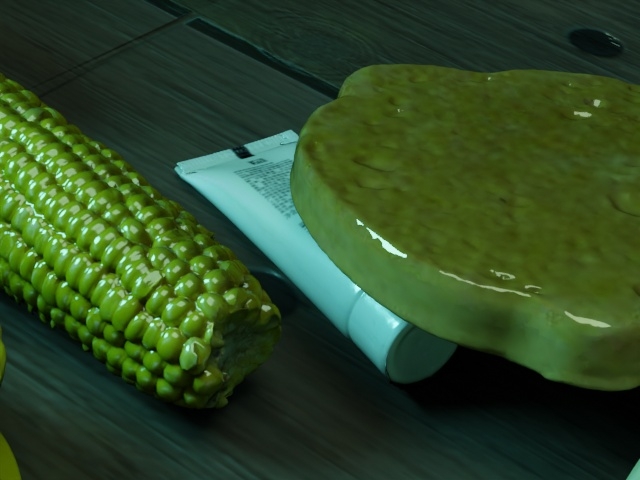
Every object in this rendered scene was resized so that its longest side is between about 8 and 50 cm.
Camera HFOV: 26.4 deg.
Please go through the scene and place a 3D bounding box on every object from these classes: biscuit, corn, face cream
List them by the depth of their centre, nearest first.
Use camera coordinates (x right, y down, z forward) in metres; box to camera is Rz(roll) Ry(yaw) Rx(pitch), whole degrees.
[{"bbox_3d":[-0.157,-0.016,0.786,0.318,0.115,0.115,34,42,27],"label":"corn"},{"bbox_3d":[0.160,-0.017,0.824,0.351,0.057,0.312,-1,34,-14],"label":"biscuit"},{"bbox_3d":[0.000,0.000,0.857,0.092,0.058,0.243,-18,41,-24],"label":"face cream"}]

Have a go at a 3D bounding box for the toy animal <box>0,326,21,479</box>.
[{"bbox_3d":[-0.249,0.083,0.611,0.156,0.156,0.230,35,32,27],"label":"toy animal"}]

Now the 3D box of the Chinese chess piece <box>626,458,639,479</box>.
[{"bbox_3d":[0.263,0.184,0.641,0.270,0.112,0.270,7,36,-5],"label":"Chinese chess piece"}]
